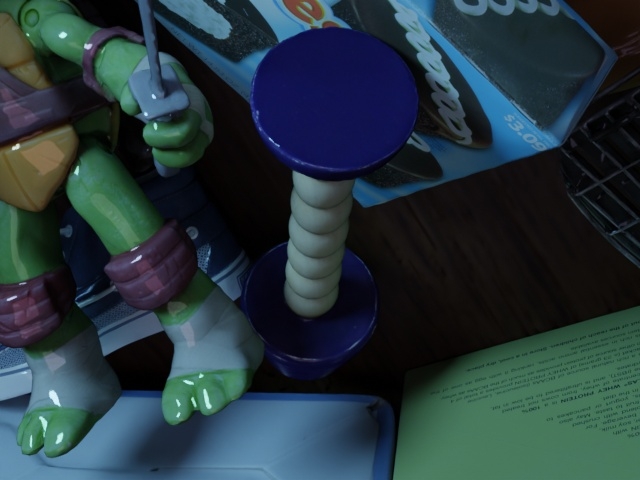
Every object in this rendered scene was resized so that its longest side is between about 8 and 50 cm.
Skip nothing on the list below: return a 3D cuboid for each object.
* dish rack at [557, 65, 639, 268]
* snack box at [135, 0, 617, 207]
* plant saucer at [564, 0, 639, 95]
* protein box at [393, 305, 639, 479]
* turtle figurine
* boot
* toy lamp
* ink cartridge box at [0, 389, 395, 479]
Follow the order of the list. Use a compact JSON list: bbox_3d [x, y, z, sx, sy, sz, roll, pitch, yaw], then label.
[{"bbox_3d":[0.253,-0.073,0.663,0.271,0.074,0.208,-32,129,27],"label":"dish rack"},{"bbox_3d":[-0.039,-0.150,0.634,0.322,0.060,0.187,41,158,-14],"label":"snack box"},{"bbox_3d":[0.120,-0.142,0.663,0.199,0.037,0.200,2,133,2],"label":"plant saucer"},{"bbox_3d":[0.153,0.153,0.753,0.199,0.201,0.136,-18,115,16],"label":"protein box"},{"bbox_3d":[-0.145,-0.015,0.641,0.197,0.274,0.266,-28,111,-11],"label":"turtle figurine"},{"bbox_3d":[-0.138,0.021,0.805,0.190,0.069,0.086,-24,106,10],"label":"boot"},{"bbox_3d":[0.000,0.000,0.696,0.080,0.080,0.275,12,154,1],"label":"toy lamp"},{"bbox_3d":[-0.081,0.289,0.881,0.269,0.151,0.396,1,122,9],"label":"ink cartridge box"}]
